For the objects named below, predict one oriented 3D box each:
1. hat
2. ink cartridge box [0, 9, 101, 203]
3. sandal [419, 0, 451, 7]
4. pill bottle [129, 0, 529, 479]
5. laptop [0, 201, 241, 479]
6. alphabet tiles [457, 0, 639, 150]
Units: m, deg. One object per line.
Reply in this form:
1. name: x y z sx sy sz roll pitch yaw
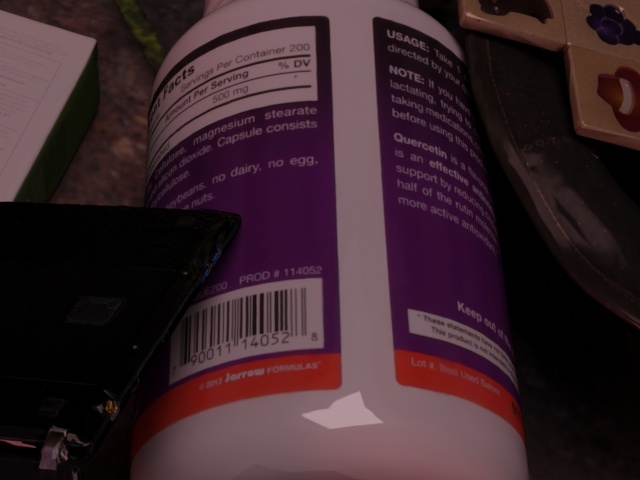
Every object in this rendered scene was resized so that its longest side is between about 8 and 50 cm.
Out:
1. hat: 0.203 -0.018 0.722 0.331 0.134 0.331 11 50 -13
2. ink cartridge box: -0.211 -0.035 0.716 0.109 0.062 0.209 18 57 3
3. sandal: 0.016 -0.211 0.869 0.180 0.072 0.049 22 41 4
4. pill bottle: 0.000 0.000 0.657 0.181 0.181 0.323 3 57 -7
5. laptop: -0.172 0.100 0.509 0.234 0.137 0.264 3 30 15
6. alphabet tiles: 0.233 -0.139 0.737 0.342 0.011 0.285 12 50 -14
